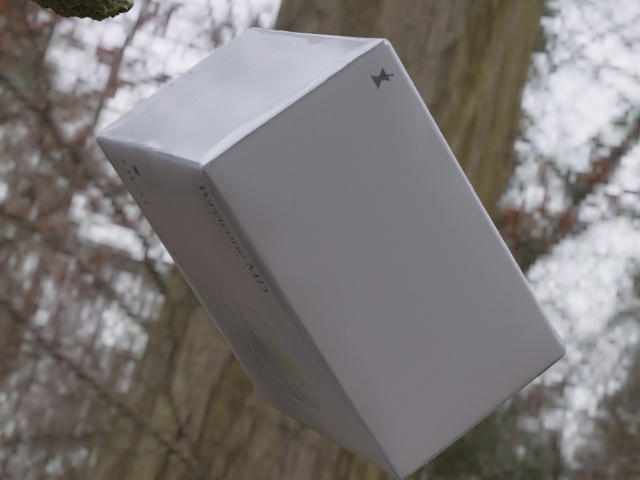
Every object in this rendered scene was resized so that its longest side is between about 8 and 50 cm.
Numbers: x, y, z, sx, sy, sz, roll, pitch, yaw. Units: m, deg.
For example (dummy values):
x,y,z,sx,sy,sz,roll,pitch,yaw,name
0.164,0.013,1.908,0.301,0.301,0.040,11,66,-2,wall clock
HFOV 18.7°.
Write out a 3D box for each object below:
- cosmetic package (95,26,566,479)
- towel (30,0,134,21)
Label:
x,y,z,sx,sy,sz,roll,pitch,yaw,name
0.000,0.000,1.188,0.224,0.138,0.224,58,-16,-18,cosmetic package
-0.118,-0.130,0.668,0.027,0.110,0.148,-29,-13,15,towel
